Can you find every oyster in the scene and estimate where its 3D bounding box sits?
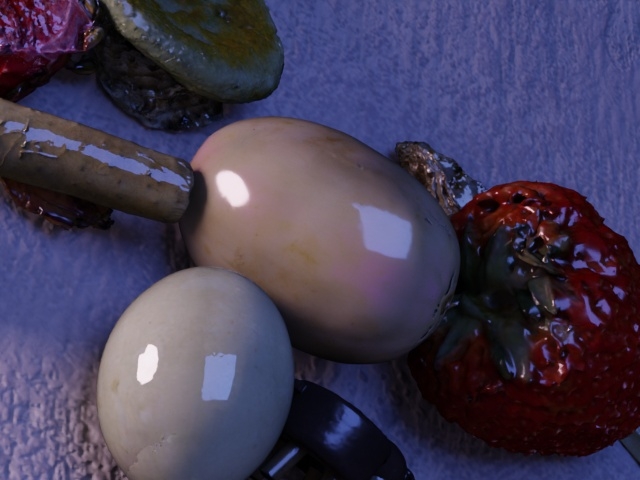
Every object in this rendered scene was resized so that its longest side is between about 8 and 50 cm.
[{"bbox_3d":[-0.182,-0.189,1.860,0.177,0.064,0.125,18,50,-31],"label":"oyster"},{"bbox_3d":[0.158,-0.058,2.052,0.177,0.056,0.105,41,34,-12],"label":"oyster"}]

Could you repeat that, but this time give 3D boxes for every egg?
[{"bbox_3d":[-0.119,0.137,1.613,0.186,0.186,0.253,27,47,-23],"label":"egg"}]

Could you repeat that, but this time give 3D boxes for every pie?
[{"bbox_3d":[-0.283,-0.065,1.718,0.170,0.034,0.092,45,42,-1],"label":"pie"},{"bbox_3d":[-0.172,-0.281,1.865,0.323,0.070,0.323,36,30,-25],"label":"pie"}]

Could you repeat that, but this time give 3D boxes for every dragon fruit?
[{"bbox_3d":[-0.332,-0.245,1.710,0.282,0.147,0.211,11,53,-30],"label":"dragon fruit"}]

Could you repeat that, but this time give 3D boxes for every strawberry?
[{"bbox_3d":[0.272,0.103,1.905,0.351,0.267,0.312,35,63,-38],"label":"strawberry"}]

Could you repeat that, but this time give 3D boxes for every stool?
[{"bbox_3d":[0.012,0.227,1.720,0.121,0.125,0.217,-56,131,-17],"label":"stool"}]

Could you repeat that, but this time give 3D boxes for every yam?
[{"bbox_3d":[-0.306,-0.098,1.656,0.371,0.083,0.083,19,53,-17],"label":"yam"}]

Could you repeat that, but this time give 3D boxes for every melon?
[{"bbox_3d":[0.000,0.000,1.758,0.317,0.223,0.223,29,45,9],"label":"melon"}]

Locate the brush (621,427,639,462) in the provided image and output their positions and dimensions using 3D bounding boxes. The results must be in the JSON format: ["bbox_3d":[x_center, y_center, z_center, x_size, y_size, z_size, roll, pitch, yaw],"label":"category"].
[{"bbox_3d":[0.366,0.217,2.062,0.178,0.033,0.030,50,30,-2],"label":"brush"}]
